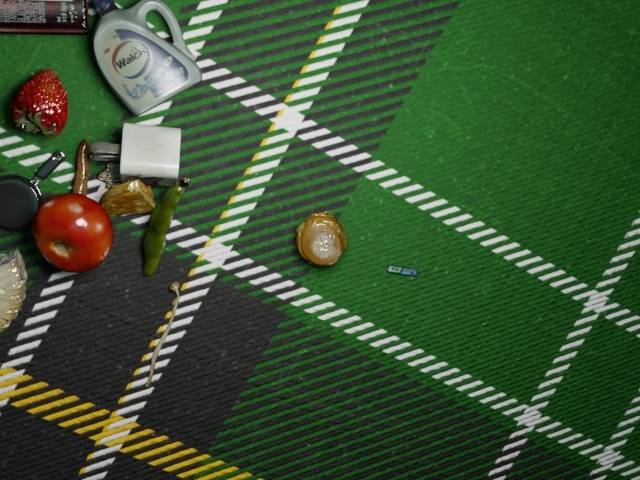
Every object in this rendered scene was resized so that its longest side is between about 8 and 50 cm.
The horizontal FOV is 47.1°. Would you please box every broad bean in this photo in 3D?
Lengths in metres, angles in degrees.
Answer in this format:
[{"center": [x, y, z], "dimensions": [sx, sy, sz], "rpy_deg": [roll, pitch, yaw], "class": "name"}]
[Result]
[{"center": [-0.387, -0.036, 1.770], "dimensions": [0.060, 0.043, 0.298], "rpy_deg": [27, 116, 1], "class": "broad bean"}]

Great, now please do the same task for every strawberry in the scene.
[{"center": [-0.639, -0.310, 1.679], "dimensions": [0.131, 0.148, 0.131], "rpy_deg": [-2, 140, -1], "class": "strawberry"}]

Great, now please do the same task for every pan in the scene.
[{"center": [-0.691, -0.124, 1.731], "dimensions": [0.136, 0.028, 0.235], "rpy_deg": [44, 88, -15], "class": "pan"}]

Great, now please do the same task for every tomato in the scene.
[{"center": [-0.573, -0.021, 1.705], "dimensions": [0.195, 0.136, 0.195], "rpy_deg": [7, 129, 8], "class": "tomato"}]

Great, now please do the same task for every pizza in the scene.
[{"center": [-0.456, -0.100, 1.746], "dimensions": [0.134, 0.175, 0.046], "rpy_deg": [15, 61, -49], "class": "pizza"}]

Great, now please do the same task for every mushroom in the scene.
[{"center": [-0.397, 0.240, 1.858], "dimensions": [0.028, 0.026, 0.286], "rpy_deg": [16, 97, 2], "class": "mushroom"}]

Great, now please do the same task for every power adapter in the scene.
[{"center": [-0.434, -0.202, 1.714], "dimensions": [0.204, 0.130, 0.125], "rpy_deg": [3, 81, -13], "class": "power adapter"}]

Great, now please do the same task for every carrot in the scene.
[{"center": [-0.569, -0.161, 1.750], "dimensions": [0.035, 0.035, 0.165], "rpy_deg": [8, 95, -13], "class": "carrot"}]

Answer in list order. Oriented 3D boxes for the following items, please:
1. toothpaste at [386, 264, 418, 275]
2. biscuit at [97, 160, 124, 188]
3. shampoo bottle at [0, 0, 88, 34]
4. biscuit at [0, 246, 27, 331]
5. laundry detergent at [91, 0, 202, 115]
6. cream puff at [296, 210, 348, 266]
[{"center": [0.220, 0.080, 1.965], "dimensions": [0.083, 0.020, 0.017], "rpy_deg": [9, 101, -13], "class": "toothpaste"}, {"center": [-0.489, -0.150, 1.777], "dimensions": [0.082, 0.016, 0.092], "rpy_deg": [-32, 105, -10], "class": "biscuit"}, {"center": [-0.690, -0.524, 1.642], "dimensions": [0.322, 0.084, 0.129], "rpy_deg": [-4, 97, -11], "class": "shampoo bottle"}, {"center": [-0.806, 0.145, 1.720], "dimensions": [0.281, 0.084, 0.179], "rpy_deg": [-29, 103, -7], "class": "biscuit"}, {"center": [-0.422, -0.453, 1.701], "dimensions": [0.214, 0.105, 0.281], "rpy_deg": [-30, 102, -6], "class": "laundry detergent"}, {"center": [0.003, -0.002, 1.863], "dimensions": [0.126, 0.103, 0.144], "rpy_deg": [-23, 103, 6], "class": "cream puff"}]
